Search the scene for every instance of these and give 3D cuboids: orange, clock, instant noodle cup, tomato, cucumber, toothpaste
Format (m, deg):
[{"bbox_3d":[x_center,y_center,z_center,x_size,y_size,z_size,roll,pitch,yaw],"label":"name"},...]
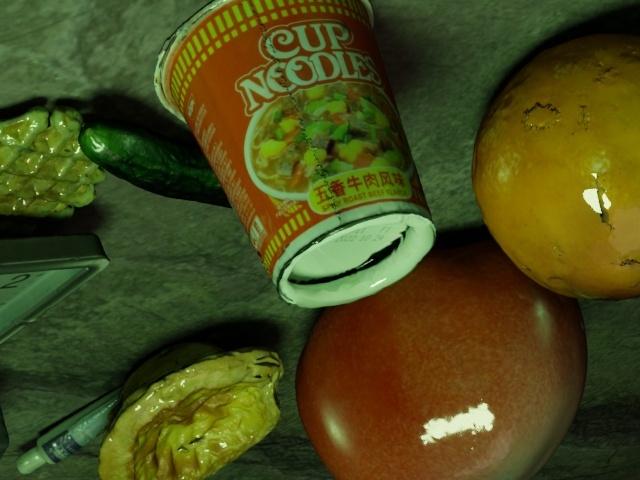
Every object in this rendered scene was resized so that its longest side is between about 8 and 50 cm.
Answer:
[{"bbox_3d":[0.262,-0.066,1.314,0.246,0.246,0.246,-18,153,-10],"label":"orange"},{"bbox_3d":[-0.355,0.063,1.220,0.279,0.049,0.273,-33,163,35],"label":"clock"},{"bbox_3d":[-0.010,-0.067,1.123,0.193,0.212,0.193,-18,153,-9],"label":"instant noodle cup"},{"bbox_3d":[0.146,0.164,1.601,0.342,0.272,0.341,-18,152,-10],"label":"tomato"},{"bbox_3d":[-0.114,-0.060,1.221,0.056,0.056,0.284,-34,157,21],"label":"cucumber"},{"bbox_3d":[-0.250,0.200,1.622,0.216,0.037,0.062,-32,153,4],"label":"toothpaste"}]

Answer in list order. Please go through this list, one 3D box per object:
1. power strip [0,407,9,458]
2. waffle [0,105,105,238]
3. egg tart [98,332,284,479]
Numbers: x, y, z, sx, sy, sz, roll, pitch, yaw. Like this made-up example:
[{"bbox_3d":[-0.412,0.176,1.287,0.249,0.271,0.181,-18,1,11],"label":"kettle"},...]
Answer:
[{"bbox_3d":[-0.391,0.227,1.482,0.070,0.105,0.256,-4,148,-31],"label":"power strip"},{"bbox_3d":[-0.262,-0.044,1.164,0.184,0.036,0.169,-18,154,-9],"label":"waffle"},{"bbox_3d":[-0.146,0.184,1.576,0.241,0.106,0.241,-25,148,-17],"label":"egg tart"}]
